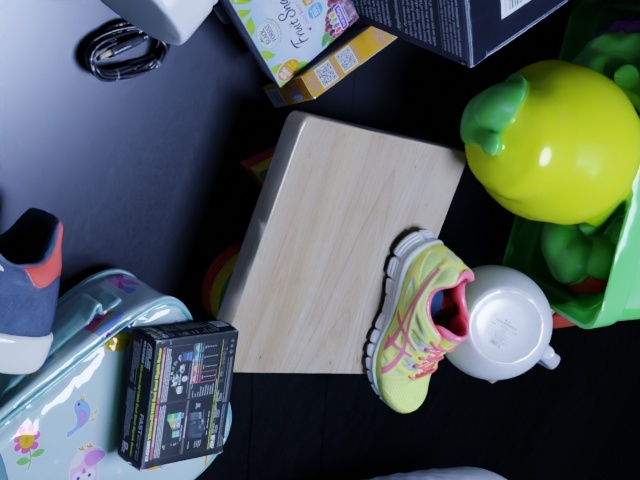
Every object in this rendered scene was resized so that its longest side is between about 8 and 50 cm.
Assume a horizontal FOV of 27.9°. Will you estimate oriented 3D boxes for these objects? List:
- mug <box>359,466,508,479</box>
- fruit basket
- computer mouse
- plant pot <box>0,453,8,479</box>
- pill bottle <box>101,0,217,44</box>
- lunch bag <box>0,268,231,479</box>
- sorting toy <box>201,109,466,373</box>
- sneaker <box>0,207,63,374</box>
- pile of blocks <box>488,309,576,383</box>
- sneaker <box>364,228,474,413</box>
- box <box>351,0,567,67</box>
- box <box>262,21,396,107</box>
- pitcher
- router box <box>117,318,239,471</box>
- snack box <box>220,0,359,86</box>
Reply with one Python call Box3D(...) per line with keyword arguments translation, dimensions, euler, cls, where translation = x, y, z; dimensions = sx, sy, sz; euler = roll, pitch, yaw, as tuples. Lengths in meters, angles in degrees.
Box3D(translation=(0.044, 0.440, 1.504), dimensions=(0.328, 0.276, 0.374), euler=(2, 141, -41), cls="mug")
Box3D(translation=(0.284, -0.099, 1.415), dimensions=(0.392, 0.283, 0.392), euler=(-4, 104, -17), cls="fruit basket")
Box3D(translation=(-0.102, -0.205, 1.123), dimensions=(0.242, 0.041, 0.071), euler=(-38, 136, -24), cls="computer mouse")
Box3D(translation=(-0.346, 0.201, 0.939), dimensions=(0.195, 0.290, 0.290), euler=(-30, 132, -49), cls="plant pot")
Box3D(translation=(-0.061, -0.313, 0.997), dimensions=(0.318, 0.176, 0.176), euler=(-53, 139, -9), cls="pill bottle")
Box3D(translation=(-0.219, 0.166, 1.161), dimensions=(0.279, 0.108, 0.224), euler=(-41, 130, -26), cls="lunch bag")
Box3D(translation=(0.000, 0.000, 1.308), dimensions=(0.255, 0.089, 0.257), euler=(7, 107, -48), cls="sorting toy")
Box3D(translation=(-0.335, 0.005, 0.950), dimensions=(0.350, 0.131, 0.148), euler=(12, 96, -54), cls="sneaker")
Box3D(translation=(0.328, 0.036, 1.652), dimensions=(0.149, 0.113, 0.362), euler=(28, 92, -50), cls="pile of blocks")
Box3D(translation=(0.109, 0.099, 1.335), dimensions=(0.081, 0.094, 0.208), euler=(-20, 127, -40), cls="sneaker")
Box3D(translation=(0.109, -0.266, 1.176), dimensions=(0.153, 0.207, 0.108), euler=(-35, 135, -26), cls="box")
Box3D(translation=(0.017, -0.176, 1.230), dimensions=(0.136, 0.081, 0.028), euler=(-37, 106, -24), cls="box")
Box3D(translation=(0.208, 0.101, 1.447), dimensions=(0.125, 0.178, 0.207), euler=(-64, -176, -2), cls="pitcher")
Box3D(translation=(-0.125, 0.134, 1.132), dimensions=(0.092, 0.038, 0.122), euler=(-4, 108, -44), cls="router box")
Box3D(translation=(-0.031, -0.213, 1.130), dimensions=(0.100, 0.037, 0.141), euler=(-41, 148, -4), cls="snack box")
